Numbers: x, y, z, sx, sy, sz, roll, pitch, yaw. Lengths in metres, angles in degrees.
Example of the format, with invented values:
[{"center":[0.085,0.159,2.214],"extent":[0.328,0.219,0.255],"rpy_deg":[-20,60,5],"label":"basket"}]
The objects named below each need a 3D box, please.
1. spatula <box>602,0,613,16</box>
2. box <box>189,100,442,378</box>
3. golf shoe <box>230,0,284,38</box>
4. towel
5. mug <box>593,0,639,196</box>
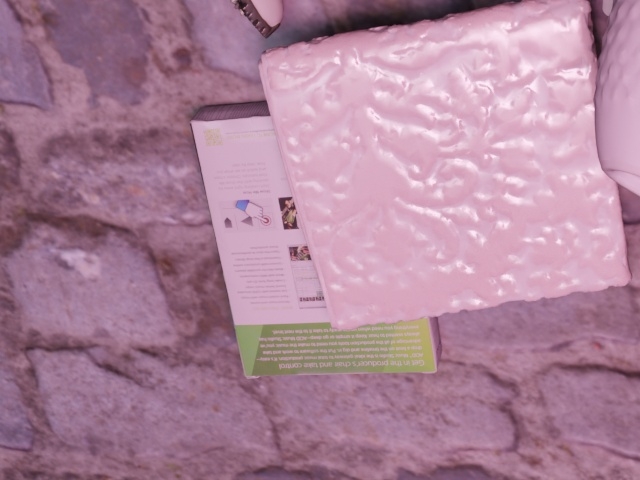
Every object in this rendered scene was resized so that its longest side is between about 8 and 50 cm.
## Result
[{"center":[0.352,-0.182,1.332],"extent":[0.168,0.019,0.242],"rpy_deg":[-5,125,-3],"label":"spatula"},{"center":[0.000,0.000,1.533],"extent":[0.232,0.058,0.322],"rpy_deg":[-3,113,17],"label":"box"},{"center":[-0.072,-0.329,1.368],"extent":[0.120,0.105,0.273],"rpy_deg":[-24,124,-5],"label":"golf shoe"},{"center":[0.132,-0.075,1.406],"extent":[0.332,0.053,0.317],"rpy_deg":[-9,113,14],"label":"towel"},{"center":[0.416,-0.149,1.130],"extent":[0.374,0.276,0.328],"rpy_deg":[26,91,-9],"label":"mug"}]
